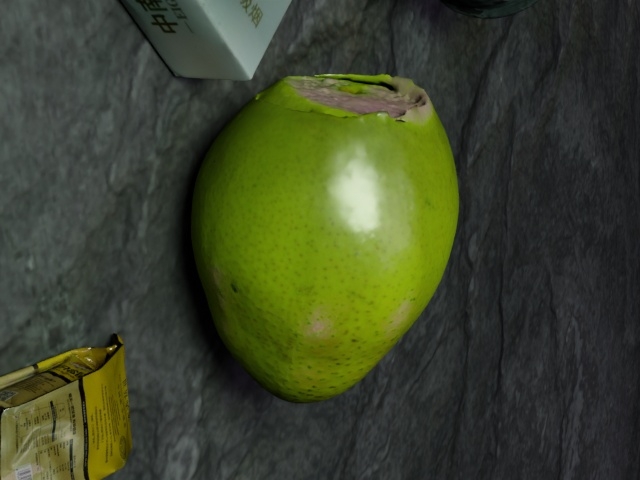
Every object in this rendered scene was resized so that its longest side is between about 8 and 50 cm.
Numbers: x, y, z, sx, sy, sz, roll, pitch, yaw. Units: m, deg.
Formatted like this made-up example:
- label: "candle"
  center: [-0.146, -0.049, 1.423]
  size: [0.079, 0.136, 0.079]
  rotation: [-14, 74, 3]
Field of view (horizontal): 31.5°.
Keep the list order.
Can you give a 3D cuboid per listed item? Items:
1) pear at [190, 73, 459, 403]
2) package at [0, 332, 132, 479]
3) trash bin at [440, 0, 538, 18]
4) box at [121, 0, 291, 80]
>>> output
- label: "pear"
  center: [0.000, 0.000, 0.760]
  size: [0.187, 0.187, 0.219]
  rotation: [-30, 135, -52]
- label: "package"
  center: [-0.145, 0.104, 0.658]
  size: [0.131, 0.047, 0.071]
  rotation: [-18, 109, -54]
- label: "trash bin"
  center: [0.093, -0.264, 0.871]
  size: [0.161, 0.175, 0.175]
  rotation: [-6, 102, -46]
- label: "box"
  center: [-0.052, -0.241, 0.714]
  size: [0.242, 0.067, 0.155]
  rotation: [-65, 147, -25]
